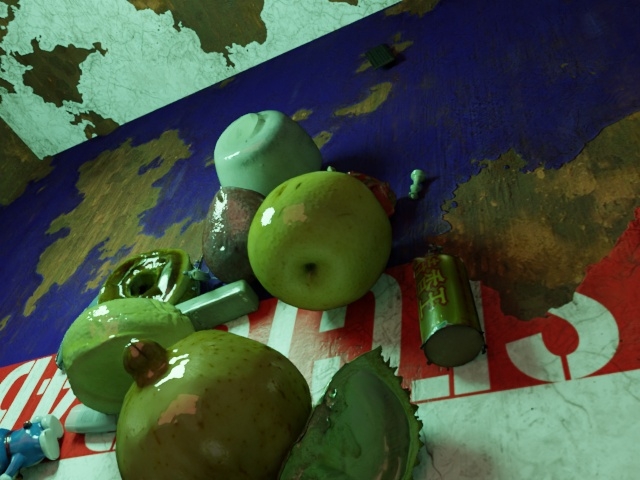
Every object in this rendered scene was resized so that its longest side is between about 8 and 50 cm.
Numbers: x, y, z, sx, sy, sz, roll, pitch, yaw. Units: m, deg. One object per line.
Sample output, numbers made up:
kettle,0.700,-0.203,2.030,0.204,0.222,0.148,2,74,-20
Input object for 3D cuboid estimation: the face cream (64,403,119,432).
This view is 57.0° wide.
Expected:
face cream,-0.583,0.466,1.547,0.198,0.057,0.084,-12,39,31

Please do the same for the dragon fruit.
dragon fruit,0.063,-0.095,1.599,0.262,0.212,0.134,-31,27,13

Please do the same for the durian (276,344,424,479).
durian,0.052,0.382,1.017,0.163,0.198,0.394,13,57,45

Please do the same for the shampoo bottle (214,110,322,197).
shampoo bottle,-0.157,-0.227,1.827,0.322,0.317,0.323,-19,37,15

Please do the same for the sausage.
sausage,0.265,0.111,1.249,0.125,0.117,0.318,-16,38,16

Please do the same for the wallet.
wallet,-0.745,0.283,1.838,0.231,0.069,0.170,-38,37,23

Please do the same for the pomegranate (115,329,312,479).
pomegranate,-0.216,0.333,1.100,0.409,0.410,0.410,-21,36,16

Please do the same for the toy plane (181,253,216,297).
toy plane,-0.341,0.102,1.685,0.058,0.226,0.226,4,83,12

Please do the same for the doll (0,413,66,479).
doll,-0.812,0.560,1.552,0.256,0.161,0.215,-16,21,-4

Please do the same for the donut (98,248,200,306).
donut,-0.506,0.162,1.788,0.329,0.160,0.330,-16,49,19

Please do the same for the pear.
pear,0.000,0.000,1.415,0.348,0.348,0.348,-21,36,16

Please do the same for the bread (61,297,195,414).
bread,-0.475,0.274,1.478,0.320,0.321,0.237,-34,48,-2

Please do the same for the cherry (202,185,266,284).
cherry,-0.210,-0.010,1.651,0.261,0.308,0.221,-26,-2,9

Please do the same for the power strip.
power strip,-0.312,0.197,1.627,0.287,0.093,0.053,-22,39,15

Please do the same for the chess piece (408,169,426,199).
chess piece,0.266,-0.152,1.643,0.042,0.042,0.093,-7,47,33

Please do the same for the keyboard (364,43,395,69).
keyboard,0.245,-0.719,2.354,0.103,0.041,0.381,-27,35,10
